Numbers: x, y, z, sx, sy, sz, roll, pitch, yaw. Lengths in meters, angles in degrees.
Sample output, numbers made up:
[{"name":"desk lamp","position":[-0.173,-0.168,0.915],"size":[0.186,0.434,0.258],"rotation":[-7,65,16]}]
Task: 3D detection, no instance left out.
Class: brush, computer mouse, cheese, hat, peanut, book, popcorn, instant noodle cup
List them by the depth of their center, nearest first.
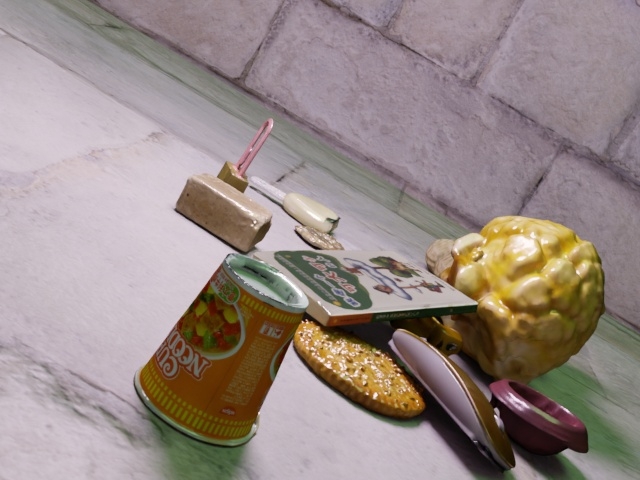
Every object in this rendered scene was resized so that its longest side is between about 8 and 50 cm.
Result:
[{"name":"instant noodle cup","position":[-0.106,0.123,1.042],"size":[0.168,0.185,0.168],"rotation":[29,13,-8]},{"name":"computer mouse","position":[0.226,0.256,1.462],"size":[0.158,0.072,0.310],"rotation":[48,0,-40]},{"name":"hat","position":[0.389,0.333,1.584],"size":[0.205,0.089,0.205],"rotation":[28,9,-5]},{"name":"book","position":[0.086,0.082,1.656],"size":[0.370,0.043,0.260],"rotation":[-1,23,-38]},{"name":"brush","position":[-0.167,-0.160,1.844],"size":[0.047,0.233,0.103],"rotation":[27,15,-22]},{"name":"popcorn","position":[0.437,0.121,1.864],"size":[0.353,0.344,0.390],"rotation":[-7,11,36]},{"name":"cheese","position":[-0.070,-0.096,2.231],"size":[0.251,0.054,0.127],"rotation":[32,13,6]},{"name":"peanut","position":[0.373,0.077,2.418],"size":[0.136,0.120,0.298],"rotation":[-8,18,-1]}]

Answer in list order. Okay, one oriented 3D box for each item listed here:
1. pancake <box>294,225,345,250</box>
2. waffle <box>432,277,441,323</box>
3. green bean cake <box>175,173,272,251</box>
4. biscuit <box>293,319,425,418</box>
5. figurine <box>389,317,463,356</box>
[{"name":"pancake","position":[0.000,0.000,2.093],"size":[0.139,0.022,0.139],"rotation":[30,12,-7]},{"name":"waffle","position":[0.274,0.129,2.146],"size":[0.280,0.060,0.262],"rotation":[34,14,14]},{"name":"green bean cake","position":[-0.191,-0.059,1.749],"size":[0.179,0.085,0.109],"rotation":[32,12,8]},{"name":"biscuit","position":[0.068,0.209,1.446],"size":[0.253,0.035,0.254],"rotation":[30,13,-8]},{"name":"figurine","position":[0.222,0.161,1.781],"size":[0.176,0.122,0.121],"rotation":[40,-25,1]}]
